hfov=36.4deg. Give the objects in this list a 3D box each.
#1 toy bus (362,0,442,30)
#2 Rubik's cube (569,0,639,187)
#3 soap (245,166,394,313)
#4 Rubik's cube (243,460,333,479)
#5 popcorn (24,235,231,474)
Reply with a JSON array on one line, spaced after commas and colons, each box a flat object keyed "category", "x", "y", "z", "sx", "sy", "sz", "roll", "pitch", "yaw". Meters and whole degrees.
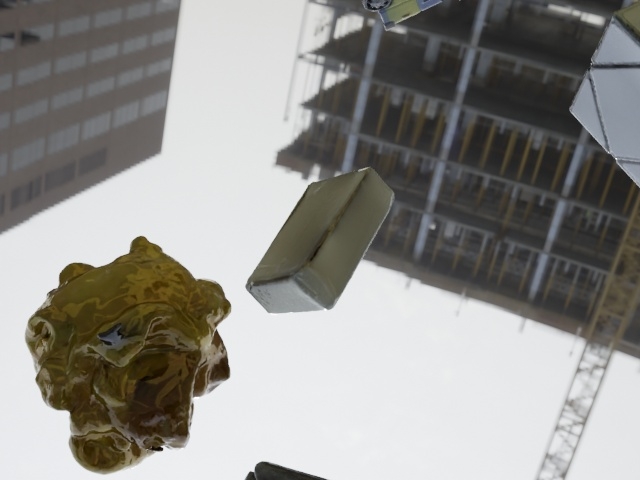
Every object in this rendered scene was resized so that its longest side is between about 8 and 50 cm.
[{"category": "toy bus", "x": 0.121, "y": -0.495, "z": 1.604, "sx": 0.175, "sy": 0.288, "sz": 0.138, "roll": -22, "pitch": -117, "yaw": 11}, {"category": "Rubik's cube", "x": 0.498, "y": -0.208, "z": 1.311, "sx": 0.205, "sy": 0.205, "sz": 0.207, "roll": -26, "pitch": -115, "yaw": -19}, {"category": "soap", "x": 0.000, "y": 0.000, "z": 1.167, "sx": 0.121, "sy": 0.064, "sz": 0.183, "roll": -11, "pitch": -141, "yaw": 50}, {"category": "Rubik's cube", "x": 0.062, "y": 0.326, "z": 0.676, "sx": 0.259, "sy": 0.255, "sz": 0.260, "roll": 8, "pitch": 156, "yaw": 42}, {"category": "popcorn", "x": -0.262, "y": 0.155, "z": 1.388, "sx": 0.297, "sy": 0.281, "sz": 0.316, "roll": -29, "pitch": -105, "yaw": -2}]
